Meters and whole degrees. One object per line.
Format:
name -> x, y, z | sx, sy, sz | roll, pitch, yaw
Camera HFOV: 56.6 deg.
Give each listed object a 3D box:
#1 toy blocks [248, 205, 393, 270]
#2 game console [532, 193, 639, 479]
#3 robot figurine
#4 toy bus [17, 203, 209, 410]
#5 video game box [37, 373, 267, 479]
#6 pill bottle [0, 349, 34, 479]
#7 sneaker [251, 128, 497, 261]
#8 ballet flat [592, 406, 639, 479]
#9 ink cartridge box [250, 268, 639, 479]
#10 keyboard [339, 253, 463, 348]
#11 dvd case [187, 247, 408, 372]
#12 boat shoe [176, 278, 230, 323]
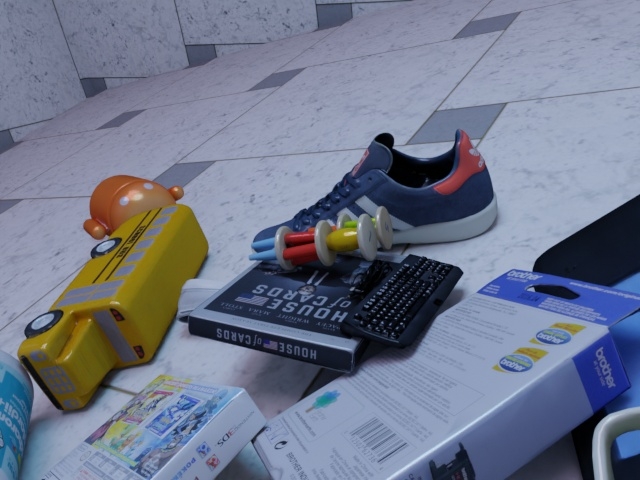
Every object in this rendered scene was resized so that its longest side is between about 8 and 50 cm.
toy blocks -> 0.000, 0.000, 0.706 | 0.148, 0.054, 0.123 | -8, 6, 23
game console -> 0.326, 0.043, 0.422 | 0.341, 0.060, 0.387 | -33, 21, 27
robot figurine -> -0.344, -0.056, 1.101 | 0.158, 0.128, 0.219 | 13, 2, -41
toy bus -> -0.273, 0.078, 0.840 | 0.130, 0.108, 0.333 | -11, 29, 15
video game box -> -0.172, 0.207, 0.552 | 0.187, 0.048, 0.205 | -44, 18, -31
pill bottle -> -0.385, 0.231, 0.604 | 0.146, 0.146, 0.264 | -25, 29, -7
sneaker -> 0.054, -0.061, 0.815 | 0.349, 0.148, 0.131 | -15, 29, 13
ballet flat -> 0.144, 0.170, 0.247 | 0.482, 0.164, 0.182 | -28, 62, 15
ink cartridge box -> 0.104, 0.129, 0.492 | 0.311, 0.065, 0.185 | -31, 12, -14
keyboard -> 0.078, 0.045, 0.615 | 0.100, 0.038, 0.192 | 10, 22, 25
dvd case -> -0.008, 0.059, 0.671 | 0.179, 0.030, 0.238 | 9, 22, 20
boat shoe -> -0.107, 0.088, 0.762 | 0.184, 0.066, 0.063 | 4, 64, 21
